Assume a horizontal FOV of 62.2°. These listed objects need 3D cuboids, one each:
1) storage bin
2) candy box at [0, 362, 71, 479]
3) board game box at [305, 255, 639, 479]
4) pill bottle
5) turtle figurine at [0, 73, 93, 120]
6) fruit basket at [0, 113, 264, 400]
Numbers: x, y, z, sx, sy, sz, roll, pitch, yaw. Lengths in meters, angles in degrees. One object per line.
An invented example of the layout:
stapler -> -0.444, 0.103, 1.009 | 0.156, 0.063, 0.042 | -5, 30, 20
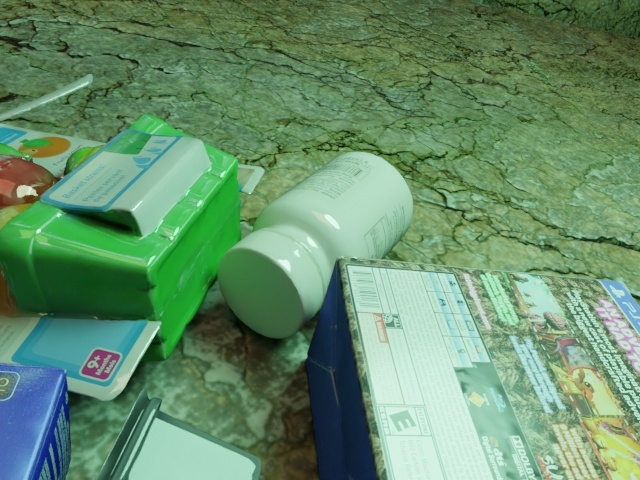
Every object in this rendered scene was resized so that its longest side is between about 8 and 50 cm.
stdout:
storage bin -> -0.100, 0.177, 0.341 | 0.091, 0.135, 0.098 | 23, 38, -6
candy box -> -0.293, 0.210, 0.236 | 0.268, 0.122, 0.317 | 7, 38, -11
board game box -> 0.151, 0.151, 0.440 | 0.291, 0.141, 0.232 | 6, 40, -12
pill bottle -> 0.000, 0.000, 0.581 | 0.131, 0.131, 0.229 | 29, 40, 17
turtle figurine -> -0.353, -0.131, 0.399 | 0.275, 0.198, 0.266 | 6, 57, -11
fruit basket -> -0.268, -0.030, 0.505 | 0.353, 0.165, 0.327 | 16, 38, 6
